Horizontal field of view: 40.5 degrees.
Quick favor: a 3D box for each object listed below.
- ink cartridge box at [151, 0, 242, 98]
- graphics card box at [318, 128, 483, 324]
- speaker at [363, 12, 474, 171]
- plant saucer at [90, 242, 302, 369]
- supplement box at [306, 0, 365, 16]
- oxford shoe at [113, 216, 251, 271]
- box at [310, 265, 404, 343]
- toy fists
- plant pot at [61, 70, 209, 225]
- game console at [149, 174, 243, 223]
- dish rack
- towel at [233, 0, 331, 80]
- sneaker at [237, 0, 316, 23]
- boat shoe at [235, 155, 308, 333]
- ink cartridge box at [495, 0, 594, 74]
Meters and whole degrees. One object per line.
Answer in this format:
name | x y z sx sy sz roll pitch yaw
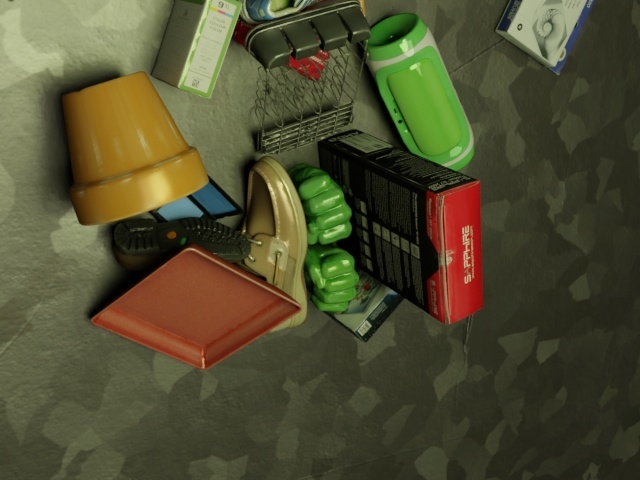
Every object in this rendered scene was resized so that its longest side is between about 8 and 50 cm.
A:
ink cartridge box | -0.183 -0.334 1.336 0.062 0.109 0.209 13 101 -37
graphics card box | 0.131 -0.036 1.500 0.094 0.371 0.233 -20 118 -25
speaker | 0.185 -0.263 1.598 0.131 0.131 0.297 -41 126 -13
plant saucer | -0.208 0.109 1.469 0.258 0.048 0.259 -34 133 29
supplement box | 0.027 -0.375 1.468 0.098 0.036 0.062 -23 121 -28
oxford shoe | -0.231 0.016 1.455 0.227 0.083 0.096 4 140 -13
box | 0.107 0.067 1.658 0.233 0.159 0.044 -48 127 -8
toy fists | 0.000 0.000 1.571 0.096 0.142 0.279 -19 118 -26
plant pot | -0.293 -0.145 1.299 0.205 0.205 0.188 -23 105 -24
game console | -0.212 -0.054 1.454 0.107 0.071 0.122 -49 127 -8
dish rack | -0.023 -0.259 1.456 0.208 0.074 0.272 -20 151 -19
towel | -0.022 -0.424 1.456 0.198 0.031 0.275 21 96 -38
sneaker | -0.030 -0.401 1.388 0.211 0.081 0.080 -37 124 -18
boat shoe | -0.095 0.021 1.530 0.110 0.121 0.341 -19 120 -27
ink cartridge box | 0.481 -0.473 1.757 0.224 0.045 0.223 21 97 -38
